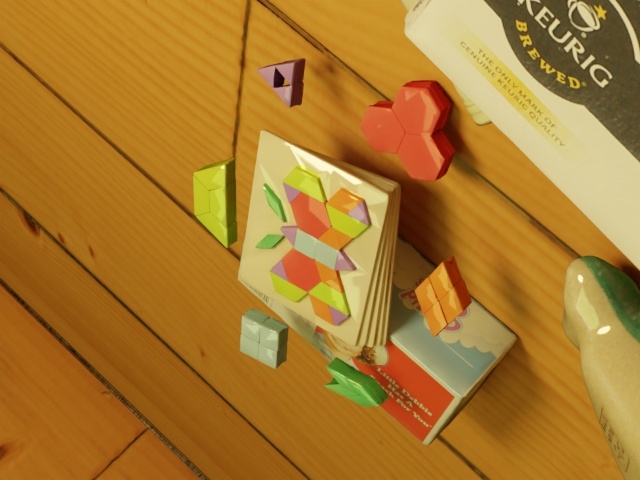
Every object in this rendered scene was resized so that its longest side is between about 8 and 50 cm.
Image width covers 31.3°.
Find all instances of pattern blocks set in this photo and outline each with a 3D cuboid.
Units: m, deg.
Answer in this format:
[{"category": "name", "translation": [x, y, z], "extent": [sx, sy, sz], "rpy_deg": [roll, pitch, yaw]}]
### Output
[{"category": "pattern blocks set", "translation": [0.000, 0.000, 0.997], "extent": [0.285, 0.026, 0.325], "rpy_deg": [15, 124, 33]}]

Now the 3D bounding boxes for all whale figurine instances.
[{"category": "whale figurine", "translation": [0.276, 0.122, 0.813], "extent": [0.272, 0.141, 0.216], "rpy_deg": [61, 177, 29]}]

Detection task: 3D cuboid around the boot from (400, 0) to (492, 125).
[{"category": "boot", "translation": [0.105, -0.167, 0.685], "extent": [0.165, 0.077, 0.213], "rpy_deg": [51, 158, -5]}]

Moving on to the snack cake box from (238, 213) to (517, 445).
[{"category": "snack cake box", "translation": [0.047, 0.062, 1.109], "extent": [0.264, 0.089, 0.152], "rpy_deg": [41, 153, 12]}]

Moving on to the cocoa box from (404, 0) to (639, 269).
[{"category": "cocoa box", "translation": [0.252, -0.068, 0.405], "extent": [0.347, 0.231, 0.228], "rpy_deg": [46, 155, 3]}]
